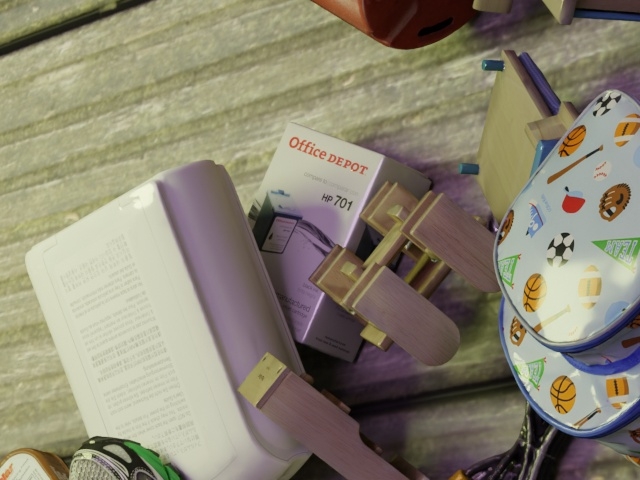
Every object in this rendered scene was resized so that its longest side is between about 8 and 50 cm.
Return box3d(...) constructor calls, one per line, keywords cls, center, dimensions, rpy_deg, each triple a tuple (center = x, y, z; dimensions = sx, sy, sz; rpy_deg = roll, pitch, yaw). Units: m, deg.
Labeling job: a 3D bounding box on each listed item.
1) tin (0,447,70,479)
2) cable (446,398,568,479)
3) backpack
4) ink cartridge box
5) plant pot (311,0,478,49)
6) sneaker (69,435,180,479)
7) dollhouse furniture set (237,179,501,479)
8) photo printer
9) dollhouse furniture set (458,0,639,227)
box3d(cls="tin", center=(-0.285, 0.290, 1.937), dimensions=(0.106, 0.040, 0.189), rpy_deg=(-52, 48, 6))
box3d(cls="cable", center=(0.159, 0.190, 1.569), dimensions=(0.139, 0.072, 0.287), rpy_deg=(40, 101, 46))
box3d(cls="backpack", center=(0.257, 0.035, 1.427), dimensions=(0.263, 0.213, 0.276), rpy_deg=(-59, 26, 21))
box3d(cls="ink cartridge box", center=(0.000, 0.000, 1.780), dimensions=(0.139, 0.082, 0.191), rpy_deg=(22, 89, 43))
box3d(cls="plant pot", center=(0.035, -0.329, 1.781), dimensions=(0.265, 0.272, 0.272), rpy_deg=(42, 101, 34))
box3d(cls="sneaker", center=(-0.171, 0.343, 1.677), dimensions=(0.134, 0.146, 0.343), rpy_deg=(-20, 77, 43))
box3d(cls="dollhouse furniture set", center=(0.072, 0.088, 1.613), dimensions=(0.242, 0.161, 0.212), rpy_deg=(-52, 11, -3))
box3d(cls="photo printer", center=(-0.135, 0.107, 1.758), dimensions=(0.256, 0.107, 0.307), rpy_deg=(-27, 82, 46))
box3d(cls="dollhouse furniture set", center=(0.242, -0.132, 1.640), dimensions=(0.286, 0.198, 0.303), rpy_deg=(-110, 26, -58))
